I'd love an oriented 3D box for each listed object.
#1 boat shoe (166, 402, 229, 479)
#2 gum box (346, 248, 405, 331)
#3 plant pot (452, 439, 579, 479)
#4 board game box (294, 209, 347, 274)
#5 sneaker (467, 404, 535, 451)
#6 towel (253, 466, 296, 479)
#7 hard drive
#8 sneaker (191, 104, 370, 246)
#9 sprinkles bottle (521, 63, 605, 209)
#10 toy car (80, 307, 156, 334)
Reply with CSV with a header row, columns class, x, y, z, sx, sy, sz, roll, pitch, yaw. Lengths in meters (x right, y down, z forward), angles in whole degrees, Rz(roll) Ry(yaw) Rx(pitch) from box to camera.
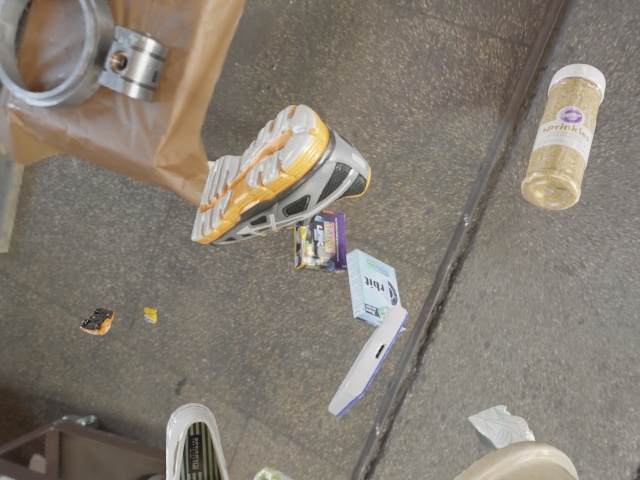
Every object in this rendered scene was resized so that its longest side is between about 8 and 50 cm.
class,x,y,z,sx,sy,sz,roll,pitch,yaw
boat shoe,-0.135,0.298,0.598,0.083,0.076,0.226,-11,87,-19
gum box,0.141,0.131,1.401,0.041,0.157,0.184,-32,47,34
plant pot,0.206,0.359,0.347,0.305,0.334,0.334,23,104,50
board game box,0.000,0.000,1.499,0.048,0.141,0.170,142,131,-57
sneaker,0.249,0.258,0.698,0.061,0.152,0.054,-30,112,-6
towel,0.020,0.562,0.801,0.090,0.374,0.320,-26,130,10
hard drive,0.101,0.283,1.238,0.040,0.319,0.210,31,67,8
sneaker,-0.046,-0.037,0.478,0.215,0.083,0.084,-20,56,50
sprinkles bottle,0.551,-0.238,1.232,0.121,0.121,0.355,16,61,17
toy car,-0.355,0.152,0.971,0.122,0.060,0.040,3,124,0
